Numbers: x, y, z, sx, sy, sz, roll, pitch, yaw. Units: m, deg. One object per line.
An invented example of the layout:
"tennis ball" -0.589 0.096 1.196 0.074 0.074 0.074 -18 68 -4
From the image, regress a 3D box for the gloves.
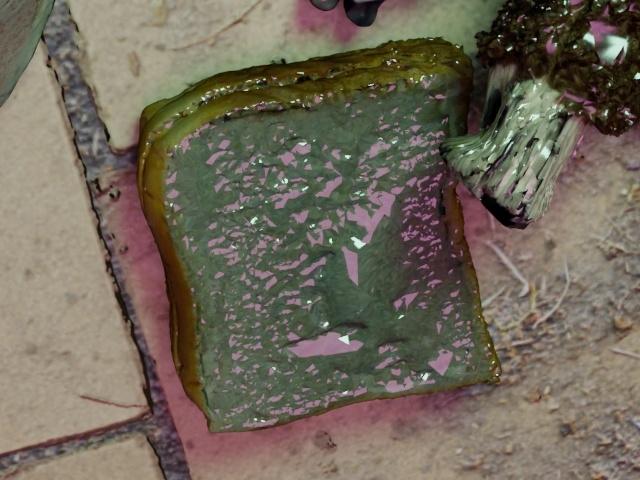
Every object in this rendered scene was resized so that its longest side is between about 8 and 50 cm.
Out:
"gloves" 0.200 -0.155 1.049 0.210 0.135 0.312 6 110 -57

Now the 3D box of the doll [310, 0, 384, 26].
"doll" 0.067 -0.286 1.049 0.258 0.153 0.195 -28 137 21

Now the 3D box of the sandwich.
"sandwich" 0.000 0.000 1.180 0.271 0.099 0.301 -14 118 -10

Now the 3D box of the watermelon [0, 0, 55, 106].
"watermelon" -0.294 -0.141 1.011 0.224 0.180 0.305 30 105 -37
